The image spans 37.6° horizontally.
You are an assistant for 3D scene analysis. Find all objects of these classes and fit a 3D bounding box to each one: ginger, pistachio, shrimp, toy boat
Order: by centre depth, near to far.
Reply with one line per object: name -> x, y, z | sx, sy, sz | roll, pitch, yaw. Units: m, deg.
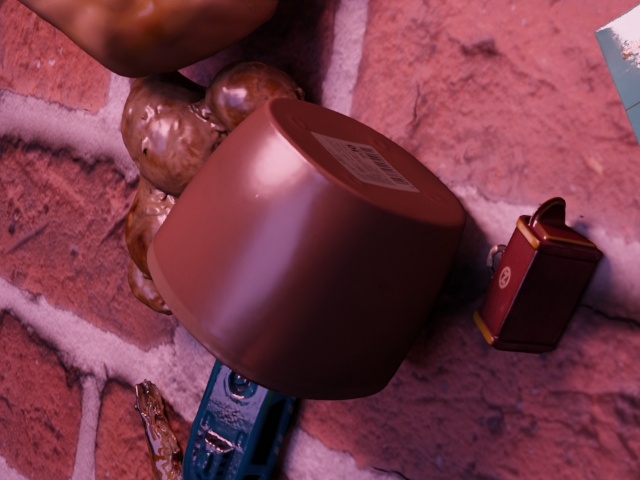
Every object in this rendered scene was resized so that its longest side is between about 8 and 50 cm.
pistachio -> -0.242, -0.363, 1.158 | 0.445, 0.365, 0.281 | 37, 114, 39
toy boat -> -0.117, 0.233, 1.209 | 0.134, 0.092, 0.299 | 24, 103, 26
ginger -> -0.165, -0.069, 1.231 | 0.256, 0.176, 0.375 | 27, 110, 26
shrimp -> -0.207, 0.291, 1.358 | 0.152, 0.046, 0.219 | -38, 68, 40

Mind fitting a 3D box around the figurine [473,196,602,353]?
figurine -> 0.206, 0.026, 0.928 | 0.098, 0.082, 0.154 | 50, 126, 56

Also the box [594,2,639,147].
box -> 0.345, -0.118, 0.799 | 0.162, 0.041, 0.229 | -31, 68, 42

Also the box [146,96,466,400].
box -> 0.000, 0.000, 0.990 | 0.301, 0.301, 0.216 | 48, 114, 34
